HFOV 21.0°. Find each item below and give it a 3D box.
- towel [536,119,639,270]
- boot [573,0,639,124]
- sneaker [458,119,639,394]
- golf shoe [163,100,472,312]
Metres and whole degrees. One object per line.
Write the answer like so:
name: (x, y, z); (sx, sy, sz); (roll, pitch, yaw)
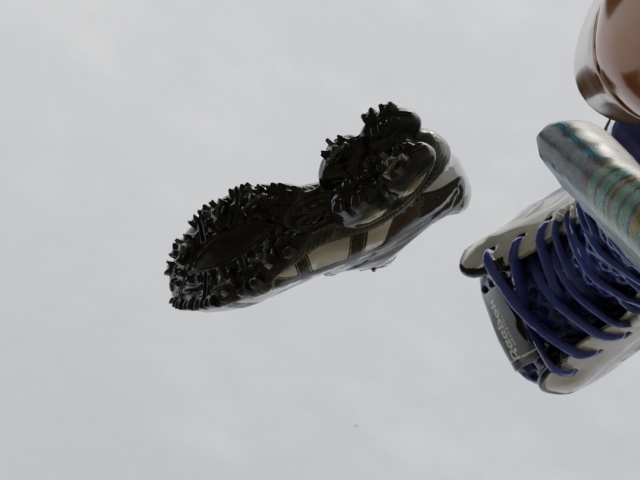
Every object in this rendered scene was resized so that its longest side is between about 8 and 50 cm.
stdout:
towel: (0.226, 0.104, 0.575); (0.040, 0.370, 0.271); (-43, -60, 5)
boot: (0.135, -0.125, 0.490); (0.073, 0.152, 0.197); (16, -94, -4)
sneaker: (0.167, 0.013, 0.928); (0.182, 0.315, 0.127); (-35, -99, 10)
golf shoe: (0.000, 0.000, 1.012); (0.198, 0.094, 0.077); (-26, -125, 27)
